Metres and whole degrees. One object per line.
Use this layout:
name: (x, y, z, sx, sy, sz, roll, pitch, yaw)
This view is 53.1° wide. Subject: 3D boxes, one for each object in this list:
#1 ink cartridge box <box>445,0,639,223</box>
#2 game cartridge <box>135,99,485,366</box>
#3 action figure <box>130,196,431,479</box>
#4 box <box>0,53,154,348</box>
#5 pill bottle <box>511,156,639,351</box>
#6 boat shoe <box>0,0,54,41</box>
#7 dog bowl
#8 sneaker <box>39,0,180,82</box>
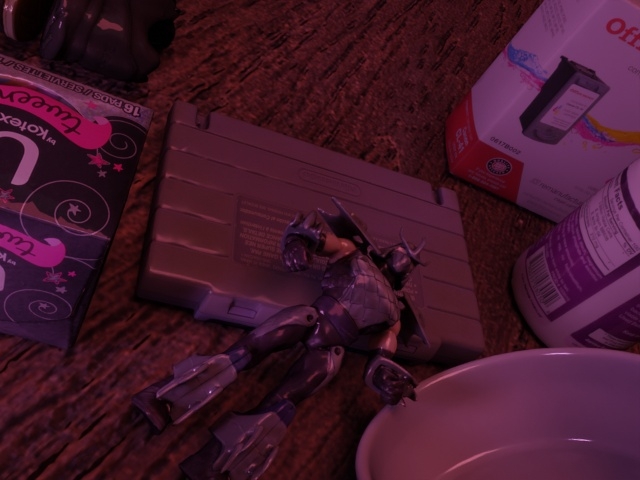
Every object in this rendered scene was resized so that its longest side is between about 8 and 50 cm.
ink cartridge box: (0.342, -0.182, 0.840, 0.226, 0.306, 0.131, 22, 48, -14)
game cartridge: (0.000, 0.000, 0.670, 0.354, 0.068, 0.230, 16, 54, -21)
action figure: (-0.004, 0.082, 0.528, 0.285, 0.099, 0.185, -38, 92, -24)
box: (-0.271, -0.042, 0.461, 0.247, 0.163, 0.142, 18, 48, -18)
pill bottle: (0.373, 0.005, 0.720, 0.169, 0.301, 0.169, 16, 50, -20)
boat shoe: (-0.321, -0.290, 0.685, 0.073, 0.080, 0.224, 14, 45, -15)
dog bowl: (0.165, 0.182, 0.481, 0.264, 0.264, 0.104, -25, 103, -41)
sneaker: (-0.223, -0.287, 0.736, 0.130, 0.109, 0.286, 23, 54, -28)
